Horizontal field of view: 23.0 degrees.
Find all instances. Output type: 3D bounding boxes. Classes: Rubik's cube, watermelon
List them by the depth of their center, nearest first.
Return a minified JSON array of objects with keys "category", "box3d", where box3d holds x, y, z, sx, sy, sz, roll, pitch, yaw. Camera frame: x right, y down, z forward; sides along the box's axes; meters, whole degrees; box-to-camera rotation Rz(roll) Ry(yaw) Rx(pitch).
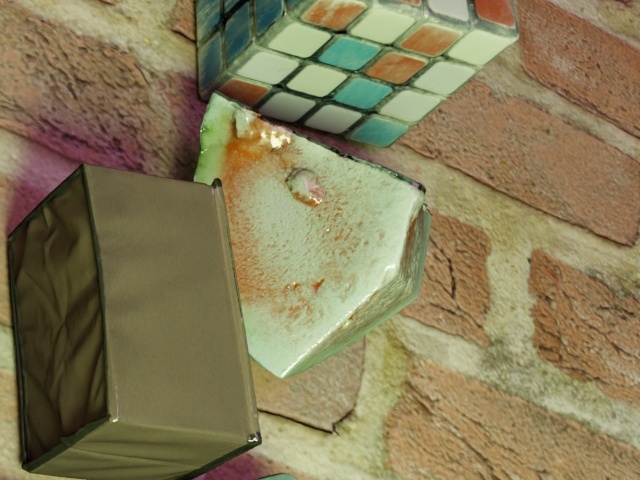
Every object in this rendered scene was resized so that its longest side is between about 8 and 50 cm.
[{"category":"watermelon","box3d":[0.000,0.000,1.549,0.320,0.214,0.289,41,49,-27]},{"category":"Rubik's cube","box3d":[0.030,-0.285,1.699,0.253,0.259,0.256,13,59,-33]}]

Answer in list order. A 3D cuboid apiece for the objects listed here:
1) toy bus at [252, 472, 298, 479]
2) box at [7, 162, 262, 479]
[{"category":"toy bus","box3d":[-0.047,0.349,1.381,0.121,0.120,0.265,-8,70,-39]},{"category":"box","box3d":[-0.173,0.080,1.394,0.153,0.188,0.252,8,63,-34]}]
